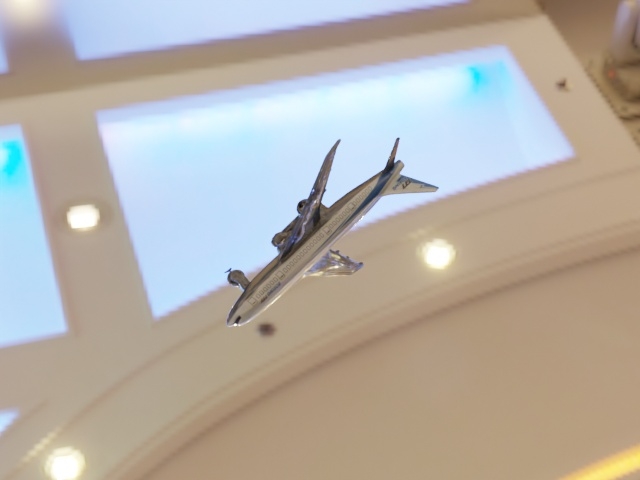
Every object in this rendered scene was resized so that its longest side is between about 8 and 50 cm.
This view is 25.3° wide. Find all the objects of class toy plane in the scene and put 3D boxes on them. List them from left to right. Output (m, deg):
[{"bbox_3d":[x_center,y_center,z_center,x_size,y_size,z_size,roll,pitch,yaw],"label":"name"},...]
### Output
[{"bbox_3d":[-0.001,-0.003,1.263,0.226,0.226,0.058,-34,-117,-11],"label":"toy plane"}]
